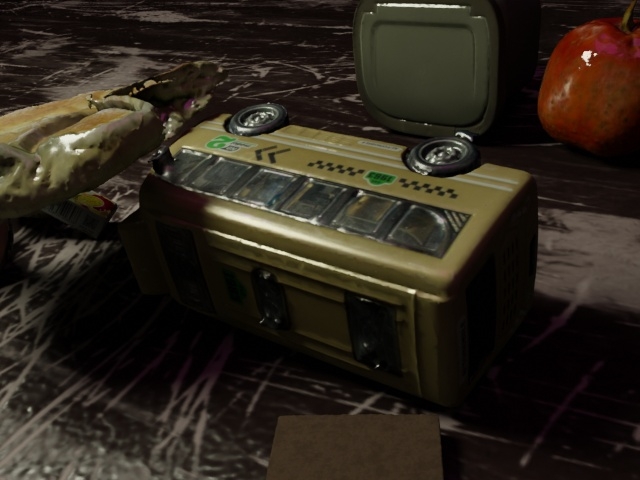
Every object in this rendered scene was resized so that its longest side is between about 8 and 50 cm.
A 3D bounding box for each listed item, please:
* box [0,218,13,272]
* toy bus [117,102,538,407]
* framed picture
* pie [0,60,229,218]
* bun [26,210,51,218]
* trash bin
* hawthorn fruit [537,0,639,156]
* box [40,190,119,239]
[{"bbox_3d":[-0.446,-0.017,0.838,0.151,0.151,0.135,-25,27,-27],"label":"box"},{"bbox_3d":[0.000,0.000,0.680,0.366,0.176,0.202,15,43,31],"label":"toy bus"},{"bbox_3d":[0.022,0.188,0.505,0.128,0.023,0.168,-2,31,7],"label":"framed picture"},{"bbox_3d":[-0.253,-0.102,0.731,0.338,0.075,0.337,-16,20,6],"label":"pie"},{"bbox_3d":[-0.381,-0.071,0.979,0.115,0.069,0.115,8,32,-5],"label":"bun"},{"bbox_3d":[0.204,-0.284,1.081,0.220,0.219,0.250,15,31,30],"label":"trash bin"},{"bbox_3d":[0.370,-0.209,0.924,0.179,0.200,0.179,-5,37,4],"label":"hawthorn fruit"},{"bbox_3d":[-0.354,-0.072,0.896,0.207,0.041,0.050,28,28,-14],"label":"box"}]
